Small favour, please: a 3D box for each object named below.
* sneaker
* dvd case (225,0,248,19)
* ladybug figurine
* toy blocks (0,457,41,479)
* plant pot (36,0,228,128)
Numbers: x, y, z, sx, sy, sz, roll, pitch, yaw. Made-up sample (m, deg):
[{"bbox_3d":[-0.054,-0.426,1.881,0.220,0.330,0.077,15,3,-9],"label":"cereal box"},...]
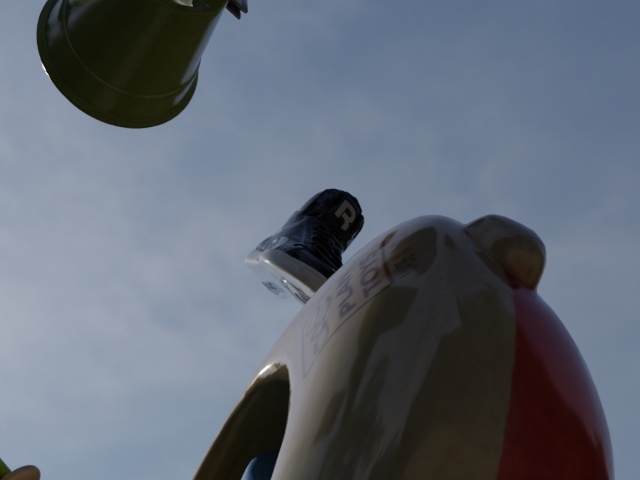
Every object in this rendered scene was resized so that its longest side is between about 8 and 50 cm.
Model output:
[{"bbox_3d":[0.000,0.000,1.597,0.121,0.217,0.079,-46,-74,-9],"label":"sneaker"},{"bbox_3d":[-0.161,-0.335,1.717,0.018,0.164,0.221,-43,-68,16],"label":"dvd case"},{"bbox_3d":[0.003,0.195,0.773,0.162,0.305,0.449,26,-72,-10],"label":"ladybug figurine"},{"bbox_3d":[-0.228,0.194,1.176,0.054,0.148,0.123,-47,-22,3],"label":"toy blocks"},{"bbox_3d":[-0.078,-0.107,0.755,0.083,0.083,0.079,-1,-24,-32],"label":"plant pot"}]
